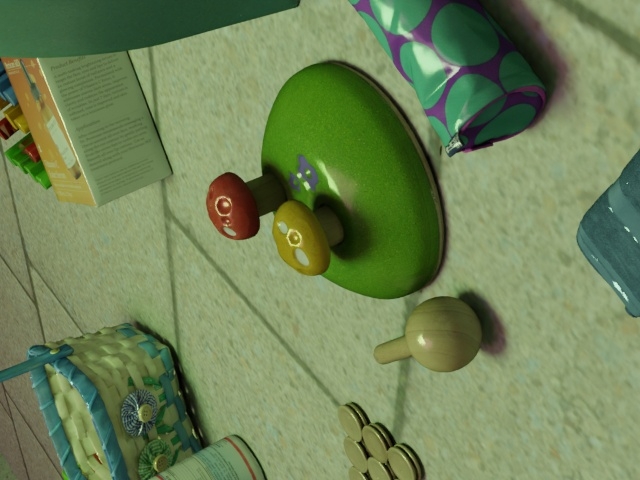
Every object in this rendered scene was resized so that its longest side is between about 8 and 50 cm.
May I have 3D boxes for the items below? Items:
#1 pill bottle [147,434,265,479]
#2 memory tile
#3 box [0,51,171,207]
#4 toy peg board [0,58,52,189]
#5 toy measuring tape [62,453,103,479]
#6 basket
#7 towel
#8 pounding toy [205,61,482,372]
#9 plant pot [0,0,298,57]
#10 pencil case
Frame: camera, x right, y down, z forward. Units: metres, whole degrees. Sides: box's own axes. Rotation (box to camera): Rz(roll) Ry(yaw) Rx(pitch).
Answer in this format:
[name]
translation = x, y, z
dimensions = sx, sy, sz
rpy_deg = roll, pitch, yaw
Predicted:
[pill bottle]
translation = -0.149, 0.299, 1.323
dimensions = 0.087, 0.160, 0.087
rpy_deg = 44, 149, 36
[memory tile]
translation = 0.060, 0.223, 1.028
dimensions = 0.113, 0.012, 0.148
rpy_deg = 32, 140, 48
[box]
translation = -0.244, -0.131, 1.185
dimensions = 0.130, 0.091, 0.170
rpy_deg = 7, 120, 61
[toy peg board]
translation = -0.340, -0.142, 1.320
dimensions = 0.161, 0.079, 0.160
rpy_deg = 29, 156, 50
[toy measuring tape]
translation = -0.275, 0.391, 1.721
dimensions = 0.330, 0.121, 0.121
rpy_deg = 24, 134, 45
[basket]
translation = -0.309, 0.243, 1.423
dimensions = 0.201, 0.289, 0.254
rpy_deg = 24, 135, 54
[towel]
translation = 0.174, -0.011, 0.571
dimensions = 0.067, 0.029, 0.119
rpy_deg = 55, 154, 17
[pounding toy]
translation = 0.000, 0.000, 0.819
dimensions = 0.237, 0.110, 0.183
rpy_deg = 65, 155, -2
[plant pot]
translation = -0.146, -0.224, 0.742
dimensions = 0.165, 0.234, 0.165
rpy_deg = 52, 153, 24
[pencil case]
translation = 0.059, -0.119, 0.648
dimensions = 0.151, 0.064, 0.070
rpy_deg = 57, 138, 16
